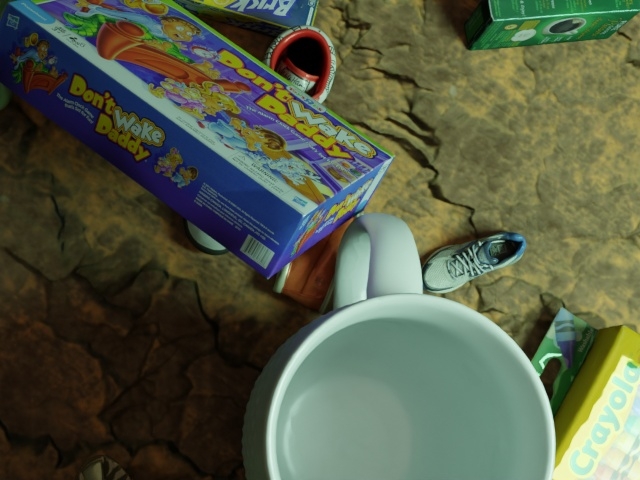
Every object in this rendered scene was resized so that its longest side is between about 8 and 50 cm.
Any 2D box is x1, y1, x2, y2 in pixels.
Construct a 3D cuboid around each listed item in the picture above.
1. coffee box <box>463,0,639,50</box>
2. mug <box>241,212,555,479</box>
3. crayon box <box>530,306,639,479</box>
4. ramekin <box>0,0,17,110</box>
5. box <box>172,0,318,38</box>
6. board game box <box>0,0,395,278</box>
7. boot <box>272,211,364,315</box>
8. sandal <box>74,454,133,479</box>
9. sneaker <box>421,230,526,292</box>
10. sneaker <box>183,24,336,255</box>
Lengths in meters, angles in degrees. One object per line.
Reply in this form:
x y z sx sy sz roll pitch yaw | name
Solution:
0.271 -0.264 1.608 0.184 0.113 0.040 -6 81 -9 | coffee box
0.055 0.158 1.402 0.276 0.328 0.374 2 82 -10 | mug
0.373 0.239 1.549 0.323 0.083 0.203 31 79 -4 | crayon box
-0.413 -0.279 1.399 0.303 0.303 0.148 31 71 -5 | ramekin
-0.090 -0.277 1.571 0.169 0.059 0.054 15 82 -8 | box
-0.123 -0.125 1.349 0.347 0.233 0.078 36 117 10 | board game box
0.000 0.000 1.553 0.085 0.059 0.157 19 81 -2 | boot
-0.209 0.311 1.481 0.072 0.049 0.180 -35 104 -7 | sandal
0.177 0.020 1.580 0.135 0.058 0.052 -24 87 -12 | sneaker
-0.069 -0.115 1.509 0.090 0.145 0.270 29 79 -5 | sneaker
